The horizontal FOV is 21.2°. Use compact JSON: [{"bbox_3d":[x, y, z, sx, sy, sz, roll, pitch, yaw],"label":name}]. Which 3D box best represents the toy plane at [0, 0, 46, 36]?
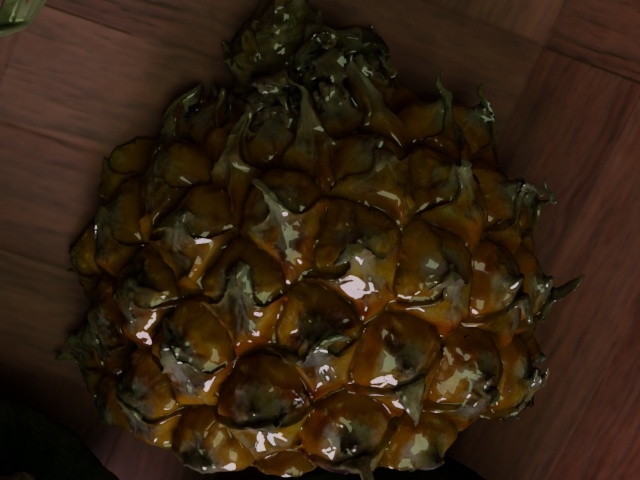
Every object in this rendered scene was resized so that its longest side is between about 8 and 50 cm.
[{"bbox_3d":[-0.152,-0.235,0.960,0.244,0.092,0.229,-12,116,-8],"label":"toy plane"}]

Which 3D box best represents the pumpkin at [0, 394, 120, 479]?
[{"bbox_3d":[-0.225,0.225,1.051,0.300,0.300,0.207,31,126,-26],"label":"pumpkin"}]

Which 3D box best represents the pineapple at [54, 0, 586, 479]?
[{"bbox_3d":[0.000,-0.003,1.049,0.344,0.209,0.286,-10,118,-9],"label":"pineapple"}]

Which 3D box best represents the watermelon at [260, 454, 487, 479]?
[{"bbox_3d":[0.022,0.312,1.170,0.279,0.279,0.359,10,106,-20],"label":"watermelon"}]
